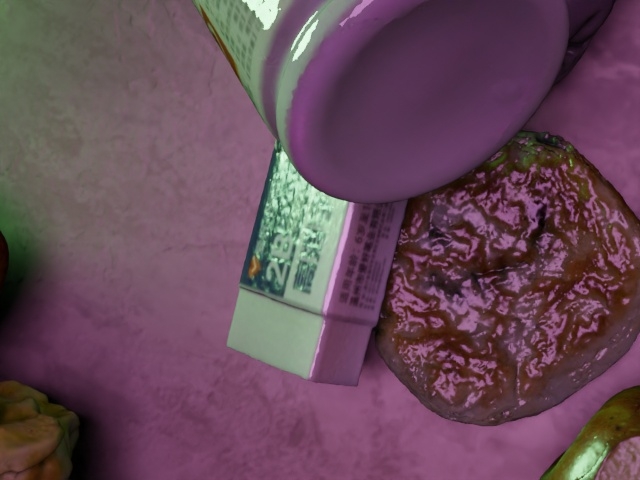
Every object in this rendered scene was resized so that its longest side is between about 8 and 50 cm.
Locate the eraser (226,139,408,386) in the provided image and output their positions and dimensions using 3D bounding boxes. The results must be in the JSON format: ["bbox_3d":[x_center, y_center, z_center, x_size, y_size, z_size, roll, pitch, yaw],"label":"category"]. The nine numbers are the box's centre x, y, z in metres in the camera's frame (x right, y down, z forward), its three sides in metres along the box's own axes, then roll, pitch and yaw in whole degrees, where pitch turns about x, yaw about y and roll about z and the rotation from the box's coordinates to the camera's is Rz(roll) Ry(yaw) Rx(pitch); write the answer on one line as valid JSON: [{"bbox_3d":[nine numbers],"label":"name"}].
[{"bbox_3d":[0.000,0.000,0.834,0.124,0.068,0.210,14,90,50],"label":"eraser"}]

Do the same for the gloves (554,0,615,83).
[{"bbox_3d":[0.166,-0.185,0.794,0.285,0.119,0.142,-40,40,24],"label":"gloves"}]

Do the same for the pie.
[{"bbox_3d":[0.145,0.027,0.824,0.241,0.054,0.240,-1,84,14],"label":"pie"}]

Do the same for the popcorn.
[{"bbox_3d":[-0.279,0.199,0.861,0.167,0.185,0.187,-9,75,-4],"label":"popcorn"}]

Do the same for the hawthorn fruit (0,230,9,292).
[{"bbox_3d":[-0.395,0.048,0.896,0.205,0.205,0.253,41,104,14],"label":"hawthorn fruit"}]

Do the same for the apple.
[{"bbox_3d":[0.237,0.193,0.741,0.147,0.146,0.163,39,84,17],"label":"apple"}]

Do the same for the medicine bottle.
[{"bbox_3d":[0.007,-0.199,0.727,0.202,0.202,0.316,-38,54,9],"label":"medicine bottle"}]
